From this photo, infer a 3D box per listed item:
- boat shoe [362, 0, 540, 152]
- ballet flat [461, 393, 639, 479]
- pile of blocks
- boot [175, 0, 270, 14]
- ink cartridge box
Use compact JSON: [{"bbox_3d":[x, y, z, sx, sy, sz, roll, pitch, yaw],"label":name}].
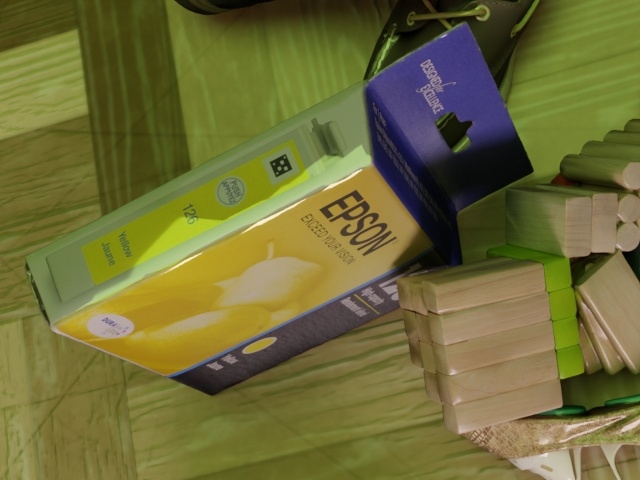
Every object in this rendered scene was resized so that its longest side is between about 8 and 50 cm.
[{"bbox_3d":[0.118,-0.189,1.165,0.116,0.097,0.324,32,84,23],"label":"boat shoe"},{"bbox_3d":[0.194,0.142,1.051,0.206,0.073,0.067,-7,85,18],"label":"ballet flat"},{"bbox_3d":[0.200,0.000,1.081,0.362,0.112,0.149,-37,109,-14],"label":"pile of blocks"},{"bbox_3d":[0.031,-0.352,1.169,0.284,0.138,0.377,12,79,46],"label":"boot"},{"bbox_3d":[0.000,0.000,1.026,0.307,0.303,0.072,-25,70,9],"label":"ink cartridge box"}]
